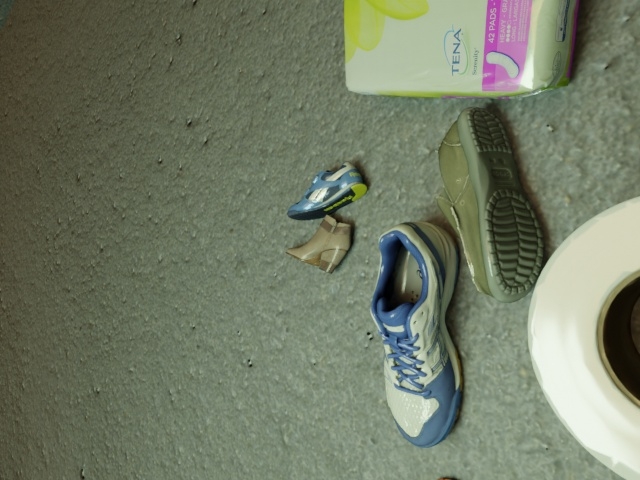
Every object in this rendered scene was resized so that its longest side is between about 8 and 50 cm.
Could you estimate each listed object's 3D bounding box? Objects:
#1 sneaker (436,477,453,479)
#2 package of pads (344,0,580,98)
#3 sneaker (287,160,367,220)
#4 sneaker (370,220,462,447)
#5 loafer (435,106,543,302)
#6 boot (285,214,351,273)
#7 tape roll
[{"bbox_3d":[0.120,0.411,0.628,0.083,0.087,0.221,19,97,39],"label":"sneaker"},{"bbox_3d":[0.164,-0.296,0.623,0.297,0.101,0.229,16,117,40],"label":"package of pads"},{"bbox_3d":[0.006,-0.076,0.797,0.144,0.053,0.059,-25,70,26],"label":"sneaker"},{"bbox_3d":[0.109,0.121,0.642,0.112,0.131,0.296,-5,83,37],"label":"sneaker"},{"bbox_3d":[0.203,-0.041,0.621,0.087,0.095,0.251,142,130,-57],"label":"loafer"},{"bbox_3d":[0.000,0.000,0.805,0.119,0.042,0.086,21,92,37],"label":"boot"},{"bbox_3d":[0.333,0.085,0.438,0.246,0.169,0.245,-6,81,38],"label":"tape roll"}]
